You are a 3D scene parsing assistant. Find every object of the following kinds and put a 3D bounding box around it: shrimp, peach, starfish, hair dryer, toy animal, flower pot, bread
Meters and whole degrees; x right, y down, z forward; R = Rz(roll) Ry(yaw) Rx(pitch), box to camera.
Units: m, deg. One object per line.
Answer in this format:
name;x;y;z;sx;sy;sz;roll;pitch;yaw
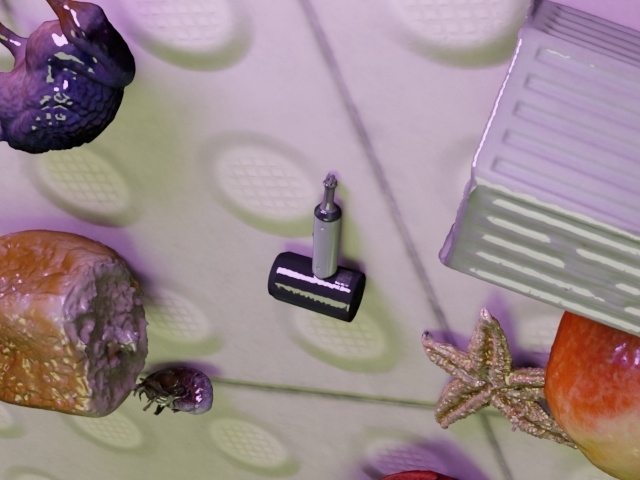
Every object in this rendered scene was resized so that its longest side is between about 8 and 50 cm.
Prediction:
shrimp;-0.200;0.197;1.870;0.165;0.065;0.056;-12;154;41
peach;0.315;0.121;1.328;0.232;0.232;0.256;44;151;-24
starfish;0.210;0.172;1.602;0.231;0.048;0.295;23;146;4
hair dryer;0.000;0.000;1.516;0.100;0.057;0.198;17;136;11
toy animal;-0.277;-0.162;1.401;0.185;0.122;0.298;28;146;-4
flower pot;0.220;-0.058;1.156;0.189;0.209;0.239;21;144;6
bread;-0.309;0.092;1.708;0.246;0.176;0.196;6;129;30

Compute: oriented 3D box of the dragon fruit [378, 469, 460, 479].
dragon fruit;0.151;0.469;1.855;0.330;0.240;0.302;34;142;-23
